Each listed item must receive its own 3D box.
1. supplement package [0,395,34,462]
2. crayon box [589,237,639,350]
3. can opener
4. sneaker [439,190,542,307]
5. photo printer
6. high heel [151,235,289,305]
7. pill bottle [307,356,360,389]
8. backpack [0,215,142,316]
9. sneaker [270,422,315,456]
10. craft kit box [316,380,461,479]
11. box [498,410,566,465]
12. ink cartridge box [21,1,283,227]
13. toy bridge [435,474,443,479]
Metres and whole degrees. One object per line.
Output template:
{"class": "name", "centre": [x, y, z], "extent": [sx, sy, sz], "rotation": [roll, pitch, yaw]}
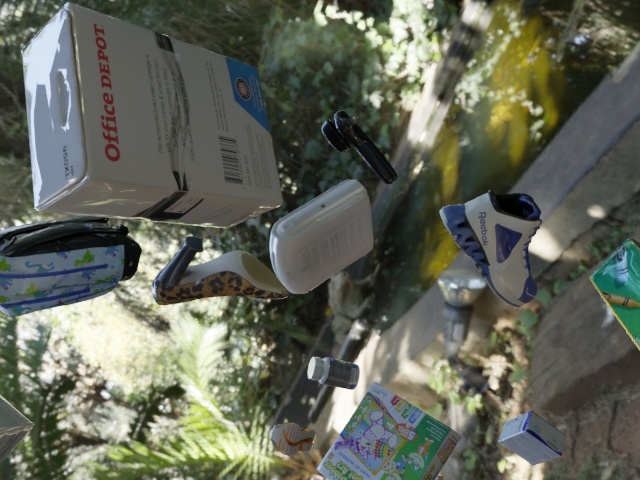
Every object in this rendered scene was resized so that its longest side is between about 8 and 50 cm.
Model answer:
{"class": "supplement package", "centre": [-0.567, 0.271, 0.903], "extent": [0.149, 0.194, 0.203], "rotation": [-51, -3, -9]}
{"class": "crayon box", "centre": [0.464, 0.133, 0.762], "extent": [0.081, 0.165, 0.278], "rotation": [-53, 24, 26]}
{"class": "can opener", "centre": [0.088, -0.188, 1.280], "extent": [0.073, 0.186, 0.059], "rotation": [-45, 3, 41]}
{"class": "sneaker", "centre": [0.425, 0.004, 1.402], "extent": [0.182, 0.315, 0.127], "rotation": [-33, 28, 25]}
{"class": "photo printer", "centre": [0.000, 0.000, 1.763], "extent": [0.307, 0.107, 0.256], "rotation": [-33, -39, -18]}
{"class": "high heel", "centre": [-0.213, 0.104, 1.332], "extent": [0.186, 0.261, 0.093], "rotation": [-48, 29, 29]}
{"class": "pill bottle", "centre": [0.037, 0.379, 1.814], "extent": [0.078, 0.137, 0.078], "rotation": [-165, 90, -76]}
{"class": "backpack", "centre": [-0.715, 0.057, 1.683], "extent": [0.355, 0.290, 0.273], "rotation": [4, -72, -54]}
{"class": "sneaker", "centre": [-0.089, 0.522, 1.684], "extent": [0.215, 0.083, 0.084], "rotation": [46, -119, -60]}
{"class": "craft kit box", "centre": [0.145, 0.473, 1.402], "extent": [0.250, 0.061, 0.247], "rotation": [21, 74, 50]}
{"class": "box", "centre": [0.610, 0.571, 1.822], "extent": [0.072, 0.126, 0.137], "rotation": [-55, 0, -36]}
{"class": "ink cartridge box", "centre": [-0.276, -0.187, 1.082], "extent": [0.166, 0.395, 0.285], "rotation": [-21, 74, 37]}
{"class": "toy bridge", "centre": [0.207, 0.593, 1.523], "extent": [0.026, 0.188, 0.063], "rotation": [110, 166, -77]}
